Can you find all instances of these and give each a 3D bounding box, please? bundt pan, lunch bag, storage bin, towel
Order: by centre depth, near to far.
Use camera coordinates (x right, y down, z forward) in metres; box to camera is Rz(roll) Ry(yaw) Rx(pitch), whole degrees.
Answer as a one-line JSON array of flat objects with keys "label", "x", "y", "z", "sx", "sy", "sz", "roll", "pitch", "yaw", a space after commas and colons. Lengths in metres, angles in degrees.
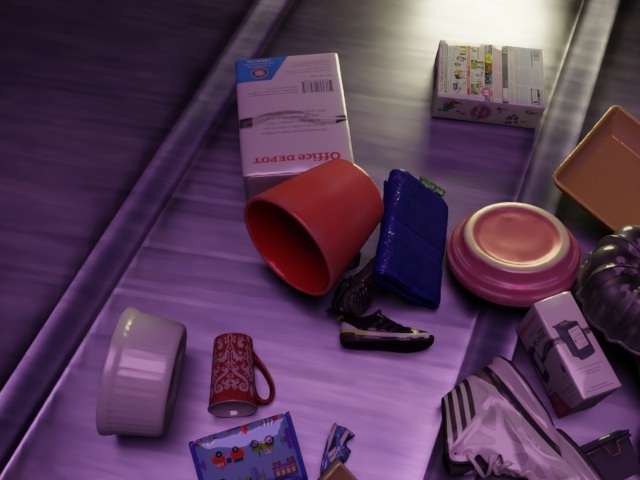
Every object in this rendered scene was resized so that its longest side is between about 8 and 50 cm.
[{"label": "lunch bag", "x": -0.134, "y": 0.541, "z": 1.473, "sx": 0.221, "sy": 0.138, "sz": 0.293, "roll": -15, "pitch": 76, "yaw": -10}, {"label": "bundt pan", "x": 0.736, "y": 0.087, "z": 1.509, "sx": 0.331, "sy": 0.124, "sz": 0.331, "roll": -5, "pitch": 52, "yaw": 6}, {"label": "storage bin", "x": 0.635, "y": 0.484, "z": 1.524, "sx": 0.135, "sy": 0.098, "sz": 0.091, "roll": -20, "pitch": 75, "yaw": -11}, {"label": "towel", "x": 0.224, "y": -0.002, "z": 1.732, "sx": 0.228, "sy": 0.076, "sz": 0.308, "roll": 33, "pitch": 56, "yaw": -34}]

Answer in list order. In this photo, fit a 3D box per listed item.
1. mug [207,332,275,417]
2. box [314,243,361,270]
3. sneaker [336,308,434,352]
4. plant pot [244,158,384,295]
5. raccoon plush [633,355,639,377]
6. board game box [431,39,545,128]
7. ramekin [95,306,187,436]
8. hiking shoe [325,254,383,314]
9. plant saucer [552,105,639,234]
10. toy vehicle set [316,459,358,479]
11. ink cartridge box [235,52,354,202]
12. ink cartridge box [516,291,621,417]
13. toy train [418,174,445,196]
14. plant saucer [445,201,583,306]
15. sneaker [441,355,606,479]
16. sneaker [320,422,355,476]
[{"label": "mug", "x": -0.191, "y": 0.314, "z": 1.603, "sx": 0.113, "sy": 0.150, "sz": 0.169, "roll": -24, "pitch": 54, "yaw": 28}, {"label": "box", "x": 0.000, "y": 0.000, "z": 1.769, "sx": 0.147, "sy": 0.077, "sz": 0.180, "roll": -21, "pitch": 65, "yaw": -11}, {"label": "sneaker", "x": 0.156, "y": 0.207, "z": 1.660, "sx": 0.235, "sy": 0.084, "sz": 0.097, "roll": 3, "pitch": 61, "yaw": 1}, {"label": "plant pot", "x": 0.001, "y": -0.048, "z": 1.621, "sx": 0.275, "sy": 0.275, "sz": 0.243, "roll": 39, "pitch": 58, "yaw": 18}, {"label": "raccoon plush", "x": 0.733, "y": 0.269, "z": 1.582, "sx": 0.299, "sy": 0.216, "sz": 0.446, "roll": 26, "pitch": 65, "yaw": 21}, {"label": "board game box", "x": 0.484, "y": -0.457, "z": 2.010, "sx": 0.303, "sy": 0.097, "sz": 0.224, "roll": 7, "pitch": 61, "yaw": 1}, {"label": "ramekin", "x": -0.380, "y": 0.293, "z": 1.506, "sx": 0.135, "sy": 0.277, "sz": 0.277, "roll": 11, "pitch": 62, "yaw": -3}, {"label": "hiking shoe", "x": 0.098, "y": 0.102, "z": 1.710, "sx": 0.114, "sy": 0.086, "sz": 0.227, "roll": -8, "pitch": 23, "yaw": 41}, {"label": "plant saucer", "x": 0.812, "y": -0.146, "z": 1.841, "sx": 0.333, "sy": 0.081, "sz": 0.333, "roll": 42, "pitch": 69, "yaw": 8}, {"label": "toy vehicle set", "x": 0.069, "y": 0.609, "z": 1.423, "sx": 0.166, "sy": 0.035, "sz": 0.267, "roll": -42, "pitch": 91, "yaw": -21}, {"label": "ink cartridge box", "x": -0.074, "y": -0.298, "z": 1.875, "sx": 0.285, "sy": 0.166, "sz": 0.395, "roll": -5, "pitch": 61, "yaw": -3}, {"label": "ink cartridge box", "x": 0.560, "y": 0.262, "z": 1.588, "sx": 0.100, "sy": 0.172, "sz": 0.237, "roll": -16, "pitch": 63, "yaw": -9}, {"label": "toy train", "x": 0.303, "y": -0.149, "z": 1.888, "sx": 0.083, "sy": 0.017, "sz": 0.023, "roll": 36, "pitch": 78, "yaw": 16}, {"label": "plant saucer", "x": 0.480, "y": 0.016, "z": 1.713, "sx": 0.332, "sy": 0.084, "sz": 0.332, "roll": -3, "pitch": 44, "yaw": 3}, {"label": "sneaker", "x": 0.420, "y": 0.494, "z": 1.494, "sx": 0.257, "sy": 0.169, "sz": 0.447, "roll": -31, "pitch": 59, "yaw": -6}, {"label": "sneaker", "x": 0.035, "y": 0.479, "z": 1.533, "sx": 0.059, "sy": 0.053, "sz": 0.144, "roll": 16, "pitch": 64, "yaw": 5}]
